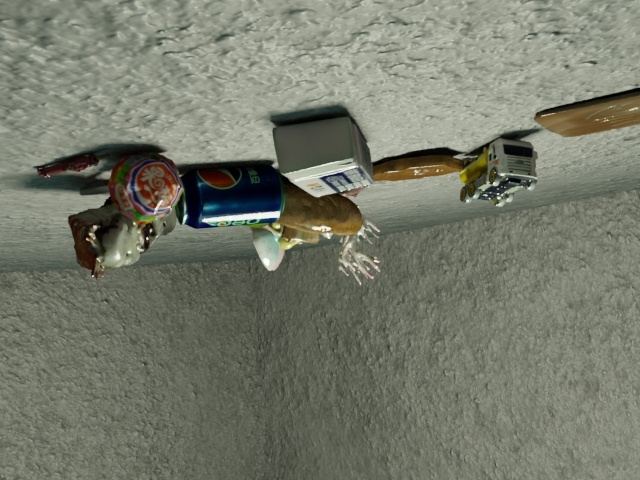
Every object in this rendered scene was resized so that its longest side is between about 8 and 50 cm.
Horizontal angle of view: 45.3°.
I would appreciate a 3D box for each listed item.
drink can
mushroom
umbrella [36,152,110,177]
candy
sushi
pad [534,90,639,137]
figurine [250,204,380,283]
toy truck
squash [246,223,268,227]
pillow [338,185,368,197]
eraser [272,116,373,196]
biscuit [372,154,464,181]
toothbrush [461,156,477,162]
[{"bbox_3d":[-0.178,-0.084,1.495,0.205,0.118,0.118,-7,176,-21],"label":"drink can"},{"bbox_3d":[-0.037,-0.065,1.707,0.279,0.145,0.278,8,180,0],"label":"mushroom"},{"bbox_3d":[-0.405,-0.122,1.248,0.165,0.025,0.027,-8,-167,32],"label":"umbrella"},{"bbox_3d":[-0.363,-0.092,1.368,0.124,0.124,0.365,-4,-177,-37],"label":"candy"},{"bbox_3d":[-0.386,-0.029,1.514,0.130,0.124,0.332,4,-158,21],"label":"sushi"},{"bbox_3d":[0.559,-0.235,1.398,0.287,0.018,0.284,-10,175,29],"label":"pad"},{"bbox_3d":[0.002,-0.004,1.967,0.316,0.284,0.206,-20,174,12],"label":"figurine"},{"bbox_3d":[0.369,-0.146,1.622,0.098,0.114,0.227,6,168,-12],"label":"toy truck"},{"bbox_3d":[-0.195,-0.078,1.781,0.082,0.082,0.292,-9,172,24],"label":"squash"},{"bbox_3d":[0.046,-0.127,1.781,0.118,0.043,0.185,6,172,-9],"label":"pillow"},{"bbox_3d":[0.013,-0.139,1.299,0.130,0.086,0.287,-9,175,8],"label":"eraser"},{"bbox_3d":[0.193,-0.159,1.678,0.215,0.034,0.182,-7,175,29],"label":"biscuit"},{"bbox_3d":[0.326,-0.181,1.746,0.193,0.013,0.019,-10,169,27],"label":"toothbrush"}]
